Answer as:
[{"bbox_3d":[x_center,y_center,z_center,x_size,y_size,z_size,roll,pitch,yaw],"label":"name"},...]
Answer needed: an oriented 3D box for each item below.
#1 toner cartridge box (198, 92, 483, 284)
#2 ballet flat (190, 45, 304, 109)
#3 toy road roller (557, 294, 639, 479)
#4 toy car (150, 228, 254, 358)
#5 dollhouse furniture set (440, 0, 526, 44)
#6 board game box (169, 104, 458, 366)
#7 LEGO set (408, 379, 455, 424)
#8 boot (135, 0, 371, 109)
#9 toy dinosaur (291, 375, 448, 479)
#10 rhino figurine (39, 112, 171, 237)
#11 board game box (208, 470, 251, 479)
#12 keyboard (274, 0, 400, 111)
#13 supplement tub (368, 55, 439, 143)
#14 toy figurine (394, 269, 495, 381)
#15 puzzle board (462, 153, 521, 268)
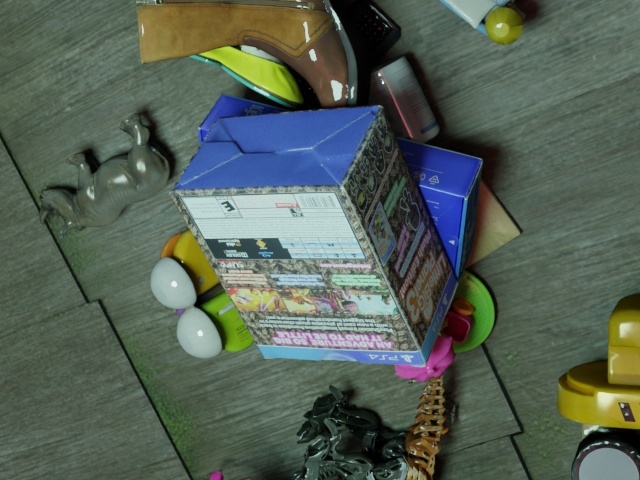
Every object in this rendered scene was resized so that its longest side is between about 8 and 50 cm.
[{"bbox_3d":[0.023,-0.065,1.551,0.348,0.075,0.165,16,141,14],"label":"toner cartridge box"},{"bbox_3d":[-0.112,-0.245,1.560,0.231,0.077,0.077,28,101,20],"label":"ballet flat"},{"bbox_3d":[0.453,0.194,1.484,0.330,0.202,0.240,1,99,19],"label":"toy road roller"},{"bbox_3d":[-0.153,0.068,1.672,0.136,0.159,0.182,-10,110,57],"label":"toy car"},{"bbox_3d":[0.172,-0.400,1.354,0.303,0.198,0.286,41,116,0],"label":"dollhouse furniture set"},{"bbox_3d":[0.000,0.000,1.462,0.232,0.141,0.291,0,134,30],"label":"board game box"},{"bbox_3d":[0.158,0.214,1.682,0.054,0.023,0.083,-21,89,21],"label":"LEGO set"},{"bbox_3d":[-0.087,-0.230,1.462,0.280,0.096,0.264,-2,111,13],"label":"boot"},{"bbox_3d":[0.081,0.304,1.694,0.218,0.164,0.322,23,97,-7],"label":"toy dinosaur"},{"bbox_3d":[-0.306,-0.076,1.694,0.243,0.073,0.106,-30,95,26],"label":"rhino figurine"},{"bbox_3d":[0.039,0.470,1.698,0.390,0.050,0.390,10,142,14],"label":"board game box"},{"bbox_3d":[0.005,-0.227,1.559,0.100,0.038,0.192,43,115,-1],"label":"keyboard"},{"bbox_3d":[0.098,-0.169,1.532,0.071,0.071,0.107,-21,101,23],"label":"supplement tub"},{"bbox_3d":[0.122,0.111,1.572,0.173,0.159,0.130,25,119,10],"label":"toy figurine"},{"bbox_3d":[0.184,-0.036,1.586,0.096,0.011,0.128,-34,96,26],"label":"puzzle board"}]
